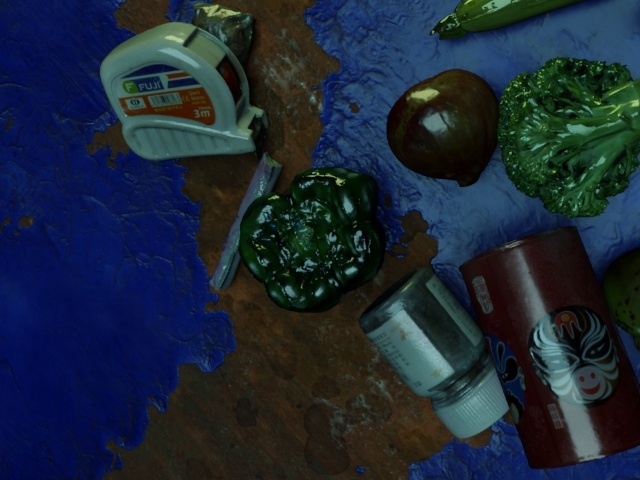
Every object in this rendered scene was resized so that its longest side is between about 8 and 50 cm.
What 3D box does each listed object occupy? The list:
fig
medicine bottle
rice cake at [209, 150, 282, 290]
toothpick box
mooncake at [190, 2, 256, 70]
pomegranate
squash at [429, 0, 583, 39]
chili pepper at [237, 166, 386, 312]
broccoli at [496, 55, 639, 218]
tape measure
[{"bbox_3d":[0.210,-0.180,1.161,0.205,0.205,0.205,3,99,17],"label":"fig"},{"bbox_3d":[0.207,0.195,1.226,0.165,0.165,0.273,-39,89,19],"label":"medicine bottle"},{"bbox_3d":[-0.149,-0.031,1.351,0.051,0.081,0.290,25,106,-1],"label":"rice cake"},{"bbox_3d":[0.369,0.167,1.109,0.204,0.204,0.334,-22,75,19],"label":"toothpick box"},{"bbox_3d":[-0.192,-0.375,1.314,0.125,0.073,0.130,18,105,13],"label":"mooncake"},{"bbox_3d":[0.536,0.102,1.121,0.159,0.159,0.205,-3,126,18],"label":"pomegranate"},{"bbox_3d":[0.337,-0.403,1.130,0.340,0.094,0.095,-14,94,20],"label":"squash"},{"bbox_3d":[0.000,0.000,1.217,0.248,0.256,0.234,-19,87,18],"label":"chili pepper"},{"bbox_3d":[0.398,-0.169,1.078,0.241,0.269,0.262,-6,73,51],"label":"broccoli"},{"bbox_3d":[-0.252,-0.265,1.292,0.258,0.130,0.265,-2,128,20],"label":"tape measure"}]
